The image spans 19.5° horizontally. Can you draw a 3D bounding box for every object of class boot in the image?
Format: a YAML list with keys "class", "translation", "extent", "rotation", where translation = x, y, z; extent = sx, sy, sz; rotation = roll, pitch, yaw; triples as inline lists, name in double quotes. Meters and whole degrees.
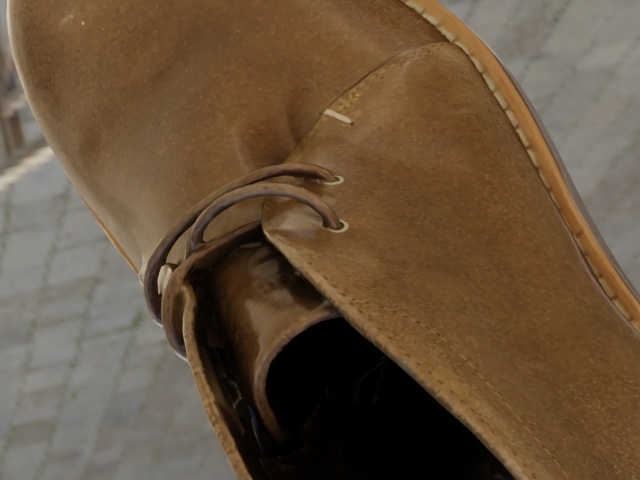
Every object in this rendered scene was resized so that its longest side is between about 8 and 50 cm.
- class: "boot"
  translation: [0.000, 0.000, 0.449]
  extent: [0.112, 0.305, 0.115]
  rotation: [-50, 149, 14]
